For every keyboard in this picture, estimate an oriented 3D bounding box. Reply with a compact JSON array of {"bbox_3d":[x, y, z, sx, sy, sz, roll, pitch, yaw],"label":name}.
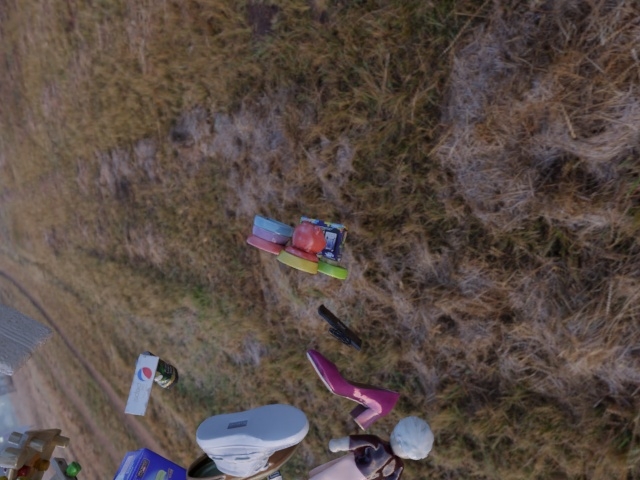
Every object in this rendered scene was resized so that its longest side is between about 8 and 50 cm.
[{"bbox_3d":[0.057,0.299,1.651,0.192,0.100,0.038,42,104,-1],"label":"keyboard"}]

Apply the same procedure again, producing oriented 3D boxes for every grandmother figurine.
[{"bbox_3d":[0.099,0.499,1.110,0.342,0.208,0.104,-36,29,16],"label":"grandmother figurine"}]

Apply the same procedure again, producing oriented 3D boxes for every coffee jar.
[{"bbox_3d":[-0.668,0.537,2.046,0.184,0.079,0.096,51,-177,-43],"label":"coffee jar"}]

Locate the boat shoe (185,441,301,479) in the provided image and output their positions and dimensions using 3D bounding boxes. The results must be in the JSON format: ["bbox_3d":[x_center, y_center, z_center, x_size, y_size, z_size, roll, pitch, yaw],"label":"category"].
[{"bbox_3d":[-0.192,0.548,1.274,0.122,0.324,0.119,39,150,45],"label":"boat shoe"}]

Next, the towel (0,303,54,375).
[{"bbox_3d":[-0.970,0.271,1.462,0.282,0.187,0.049,29,123,-4],"label":"towel"}]

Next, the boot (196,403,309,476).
[{"bbox_3d":[-0.124,0.418,1.025,0.258,0.095,0.123,-12,116,24],"label":"boot"}]

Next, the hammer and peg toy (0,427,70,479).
[{"bbox_3d":[-1.015,0.776,1.673,0.361,0.128,0.265,100,-174,-72],"label":"hammer and peg toy"}]

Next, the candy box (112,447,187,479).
[{"bbox_3d":[-0.443,0.773,1.367,0.122,0.268,0.317,-27,121,38],"label":"candy box"}]

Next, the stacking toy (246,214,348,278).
[{"bbox_3d":[-0.050,0.003,1.510,0.309,0.280,0.130,24,95,46],"label":"stacking toy"}]

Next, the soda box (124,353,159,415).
[{"bbox_3d":[-0.669,0.540,1.869,0.069,0.074,0.216,134,147,-67],"label":"soda box"}]

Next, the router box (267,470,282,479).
[{"bbox_3d":[-0.161,0.864,1.772,0.133,0.046,0.178,-137,35,-65],"label":"router box"}]

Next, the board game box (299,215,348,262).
[{"bbox_3d":[0.000,0.000,1.741,0.170,0.048,0.141,14,93,25],"label":"board game box"}]

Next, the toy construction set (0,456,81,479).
[{"bbox_3d":[-0.745,0.685,1.272,0.309,0.237,0.257,33,158,56],"label":"toy construction set"}]

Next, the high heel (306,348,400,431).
[{"bbox_3d":[0.111,0.469,1.703,0.377,0.181,0.127,54,169,-21],"label":"high heel"}]
